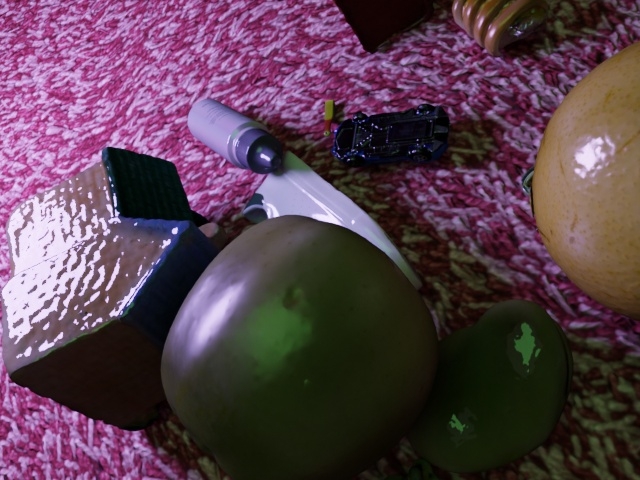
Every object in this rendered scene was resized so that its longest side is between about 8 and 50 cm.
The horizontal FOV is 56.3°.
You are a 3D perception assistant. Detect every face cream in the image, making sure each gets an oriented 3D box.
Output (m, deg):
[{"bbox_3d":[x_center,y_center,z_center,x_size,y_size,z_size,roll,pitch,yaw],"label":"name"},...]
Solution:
[{"bbox_3d":[-0.152,-0.188,1.101,0.092,0.092,0.311,-52,38,-2],"label":"face cream"}]

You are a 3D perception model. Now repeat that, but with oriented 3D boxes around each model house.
[{"bbox_3d":[-0.300,0.058,1.017,0.343,0.334,0.382,-29,55,0],"label":"model house"},{"bbox_3d":[0.072,-0.515,1.123,0.160,0.196,0.254,-34,59,11],"label":"model house"}]

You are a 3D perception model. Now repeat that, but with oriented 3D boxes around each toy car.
[{"bbox_3d":[0.121,-0.174,1.038,0.216,0.063,0.103,-2,69,31],"label":"toy car"}]

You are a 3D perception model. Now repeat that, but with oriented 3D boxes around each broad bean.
[{"bbox_3d":[0.229,0.203,0.815,0.263,0.121,0.189,-47,54,17],"label":"broad bean"}]

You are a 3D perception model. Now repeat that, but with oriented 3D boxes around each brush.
[{"bbox_3d":[0.018,-0.227,1.131,0.019,0.021,0.083,-7,61,21],"label":"brush"}]

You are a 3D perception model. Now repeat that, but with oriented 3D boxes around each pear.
[{"bbox_3d":[0.420,-0.071,0.693,0.349,0.348,0.348,-9,66,22],"label":"pear"}]

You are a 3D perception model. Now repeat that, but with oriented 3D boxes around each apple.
[{"bbox_3d":[-0.026,0.150,0.779,0.357,0.357,0.357,-9,66,22],"label":"apple"}]

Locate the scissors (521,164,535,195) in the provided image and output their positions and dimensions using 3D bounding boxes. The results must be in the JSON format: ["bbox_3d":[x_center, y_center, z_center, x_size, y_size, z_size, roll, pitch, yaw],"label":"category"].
[{"bbox_3d":[0.407,-0.121,0.906,0.187,0.020,0.133,-50,54,1],"label":"scissors"}]

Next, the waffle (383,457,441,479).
[{"bbox_3d":[0.131,0.464,0.770,0.297,0.073,0.317,-49,56,1],"label":"waffle"}]

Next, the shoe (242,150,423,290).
[{"bbox_3d":[0.000,0.000,0.988,0.160,0.132,0.363,-46,54,1],"label":"shoe"}]

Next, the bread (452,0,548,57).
[{"bbox_3d":[0.304,-0.393,1.031,0.119,0.084,0.177,-39,55,6],"label":"bread"}]
